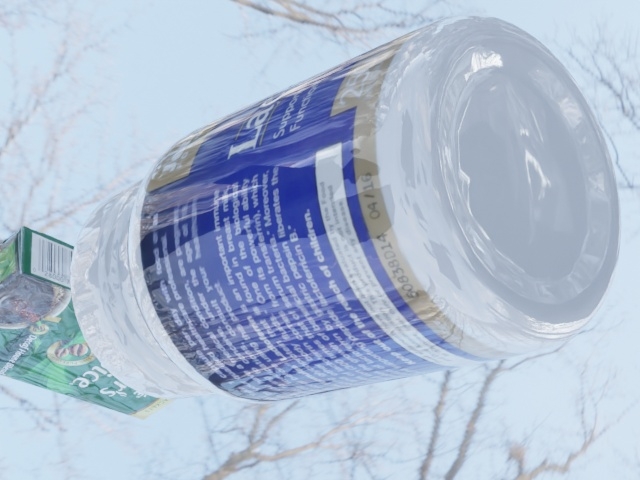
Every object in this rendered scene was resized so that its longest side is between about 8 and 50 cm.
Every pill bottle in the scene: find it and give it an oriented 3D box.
[{"bbox_3d":[0.000,0.000,0.659,0.264,0.153,0.153,-18,-98,43],"label":"pill bottle"}]

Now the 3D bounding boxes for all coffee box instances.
[{"bbox_3d":[-0.153,0.060,0.878,0.113,0.184,0.040,-33,-131,31],"label":"coffee box"}]
